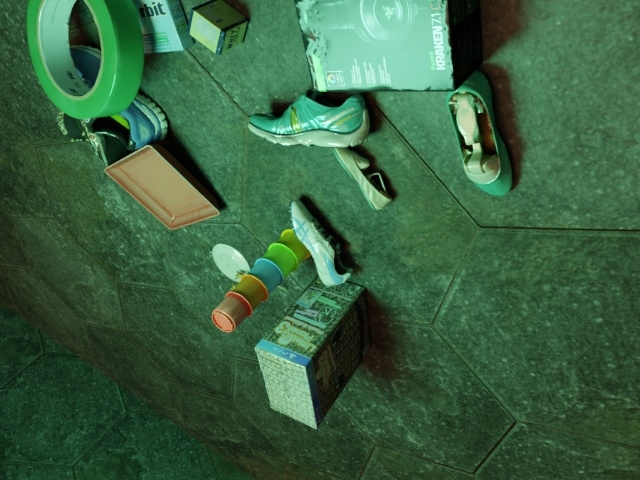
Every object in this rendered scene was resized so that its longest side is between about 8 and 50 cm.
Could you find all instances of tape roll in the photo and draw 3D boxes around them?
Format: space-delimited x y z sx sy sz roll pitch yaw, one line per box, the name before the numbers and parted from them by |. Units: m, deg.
tape roll | -0.526 -0.435 1.230 0.322 0.077 0.320 12 113 31

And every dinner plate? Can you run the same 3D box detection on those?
dinner plate | -0.267 0.071 1.640 0.141 0.017 0.141 21 134 24

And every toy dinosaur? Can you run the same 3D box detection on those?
toy dinosaur | -0.196 0.132 1.616 0.112 0.064 0.212 22 150 -29

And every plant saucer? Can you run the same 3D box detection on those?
plant saucer | -0.424 -0.148 1.512 0.259 0.047 0.259 -13 131 43

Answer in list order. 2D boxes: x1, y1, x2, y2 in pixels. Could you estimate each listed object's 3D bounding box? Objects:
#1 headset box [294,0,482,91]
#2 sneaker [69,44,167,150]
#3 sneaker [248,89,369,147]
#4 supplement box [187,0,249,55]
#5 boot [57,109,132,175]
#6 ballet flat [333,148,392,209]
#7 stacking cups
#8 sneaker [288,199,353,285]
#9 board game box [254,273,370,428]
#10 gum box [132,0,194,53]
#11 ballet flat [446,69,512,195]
headset box | 0.095 -0.375 0.881 0.283 0.131 0.246 11 130 32
sneaker | -0.546 -0.356 1.389 0.330 0.147 0.129 42 139 1
sneaker | -0.024 -0.250 1.131 0.276 0.107 0.109 7 109 28
supplement box | -0.204 -0.428 1.106 0.083 0.083 0.056 38 140 6
boot | -0.643 -0.286 1.582 0.179 0.085 0.236 7 129 39
ballet flat | 0.092 -0.141 1.158 0.052 0.057 0.168 -31 109 20
stacking cups | -0.141 0.099 1.334 0.096 0.316 0.096 22 138 22
sneaker | 0.000 0.000 1.330 0.086 0.085 0.237 -25 105 20
board game box | -0.006 0.270 1.395 0.141 0.291 0.231 15 133 28
gum box | -0.370 -0.505 1.203 0.157 0.041 0.184 9 129 34
ballet flat | 0.268 -0.168 0.957 0.083 0.087 0.247 -1 124 38
